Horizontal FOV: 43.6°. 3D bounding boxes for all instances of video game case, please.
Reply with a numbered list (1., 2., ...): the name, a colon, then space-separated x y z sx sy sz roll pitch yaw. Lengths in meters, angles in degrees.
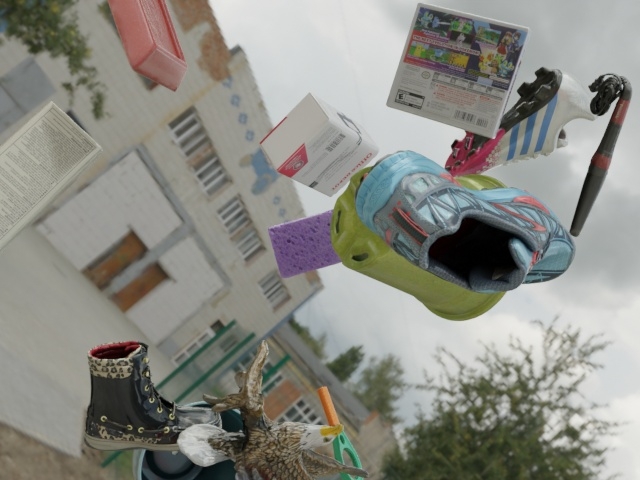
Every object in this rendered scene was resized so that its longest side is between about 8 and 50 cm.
1. video game case: 0.226 -0.285 1.331 0.201 0.184 0.023 22 11 26

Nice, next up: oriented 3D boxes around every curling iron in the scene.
1. curling iron: 0.415 -0.124 1.200 0.068 0.035 0.274 -120 -154 -53

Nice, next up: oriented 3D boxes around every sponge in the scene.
1. sponge: 0.000 0.000 1.733 0.031 0.210 0.117 -74 148 -78

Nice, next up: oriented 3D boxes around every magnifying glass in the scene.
1. magnifying glass: 0.042 0.443 1.808 0.092 0.026 0.231 16 48 -64

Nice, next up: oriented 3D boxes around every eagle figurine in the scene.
1. eagle figurine: -0.047 0.340 1.237 0.225 0.226 0.298 -4 -60 49

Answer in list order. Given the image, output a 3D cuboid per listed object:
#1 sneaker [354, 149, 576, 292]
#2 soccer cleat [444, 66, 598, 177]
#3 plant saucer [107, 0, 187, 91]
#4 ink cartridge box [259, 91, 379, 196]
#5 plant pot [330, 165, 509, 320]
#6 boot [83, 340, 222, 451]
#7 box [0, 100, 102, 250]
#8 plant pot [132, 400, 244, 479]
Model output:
1. sneaker: 0.150 0.013 0.724 0.261 0.104 0.125 13 28 -35
2. soccer cleat: 0.369 -0.184 1.492 0.143 0.116 0.331 30 -38 -17
3. plant saucer: -0.309 -0.405 1.393 0.259 0.047 0.259 -21 93 -85
4. ink cartridge box: 0.002 -0.216 1.854 0.237 0.172 0.100 20 32 -56
5. plant pot: 0.167 -0.015 1.396 0.253 0.276 0.276 16 12 -36
6. boot: -0.283 0.263 1.358 0.085 0.236 0.179 -122 -146 -66
7. box: -0.598 -0.113 1.586 0.148 0.311 0.121 45 -25 -11
8. plant pot: -0.294 0.481 1.757 0.272 0.271 0.255 52 -24 -12
